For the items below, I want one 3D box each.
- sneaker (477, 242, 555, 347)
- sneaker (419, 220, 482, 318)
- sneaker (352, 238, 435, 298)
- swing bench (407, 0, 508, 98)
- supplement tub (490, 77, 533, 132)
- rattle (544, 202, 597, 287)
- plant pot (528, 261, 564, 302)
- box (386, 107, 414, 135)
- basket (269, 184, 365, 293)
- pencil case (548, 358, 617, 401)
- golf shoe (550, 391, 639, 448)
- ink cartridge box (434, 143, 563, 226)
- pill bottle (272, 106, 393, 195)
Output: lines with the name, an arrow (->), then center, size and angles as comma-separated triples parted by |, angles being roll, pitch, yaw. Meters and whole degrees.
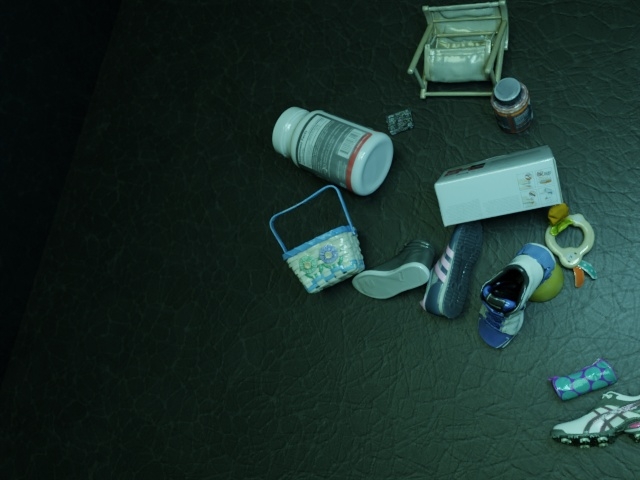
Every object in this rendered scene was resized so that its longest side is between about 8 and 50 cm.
sneaker -> 0.468, 0.157, 1.476 | 0.127, 0.182, 0.315 | 40, 132, 30
sneaker -> 0.372, 0.066, 1.660 | 0.131, 0.112, 0.318 | 0, 63, 55
sneaker -> 0.232, 0.085, 1.730 | 0.296, 0.104, 0.147 | -21, 24, 45
swing bench -> 0.435, -0.590, 1.765 | 0.254, 0.165, 0.254 | 8, 75, 28
supplement tub -> 0.550, -0.391, 1.634 | 0.106, 0.198, 0.105 | -6, 75, 23
rattle -> 0.675, 0.011, 1.509 | 0.130, 0.142, 0.199 | -3, 69, 6
plant pot -> 0.590, 0.096, 1.547 | 0.134, 0.095, 0.134 | -7, 73, 24
box -> 0.263, -0.391, 1.872 | 0.083, 0.018, 0.067 | -17, 70, 21
basket -> 0.000, 0.000, 1.793 | 0.255, 0.201, 0.288 | -30, 76, 17
pencil case -> 0.674, 0.358, 1.458 | 0.152, 0.064, 0.070 | -29, 82, 16
golf shoe -> 0.708, 0.447, 1.413 | 0.273, 0.105, 0.120 | -14, 55, 16
ink cartridge box -> 0.506, -0.161, 1.609 | 0.310, 0.272, 0.129 | -11, 103, 23
pill bottle -> 0.035, -0.302, 1.851 | 0.363, 0.210, 0.210 | 28, 90, 29
